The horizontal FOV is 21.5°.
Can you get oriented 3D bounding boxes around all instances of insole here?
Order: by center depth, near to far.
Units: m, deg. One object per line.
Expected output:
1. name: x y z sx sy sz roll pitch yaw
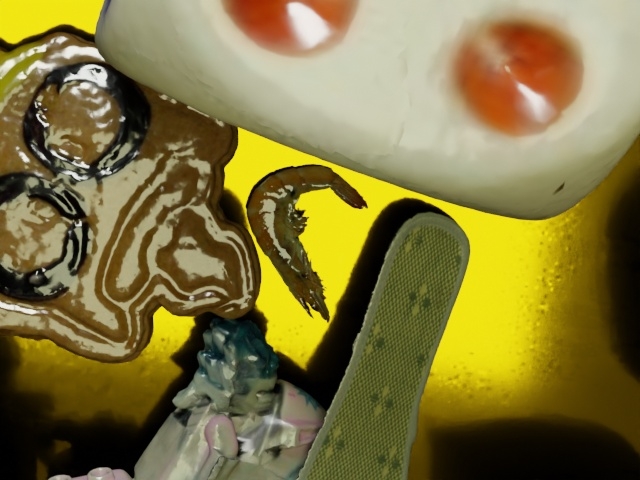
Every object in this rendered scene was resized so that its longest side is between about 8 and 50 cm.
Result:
1. insole: 0.038 0.135 1.199 0.109 0.007 0.322 19 90 -40

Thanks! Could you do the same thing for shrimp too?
1. shrimp: 0.000 0.000 1.200 0.083 0.023 0.114 -26 100 -3

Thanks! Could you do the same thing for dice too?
1. dice: 0.046 -0.184 1.018 0.304 0.304 0.277 20 100 -11

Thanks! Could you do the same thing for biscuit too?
1. biscuit: -0.170 -0.029 1.133 0.290 0.041 0.208 27 89 0

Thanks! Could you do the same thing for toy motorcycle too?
1. toy motorcycle: -0.084 0.147 1.185 0.239 0.108 0.204 -13 109 -31
